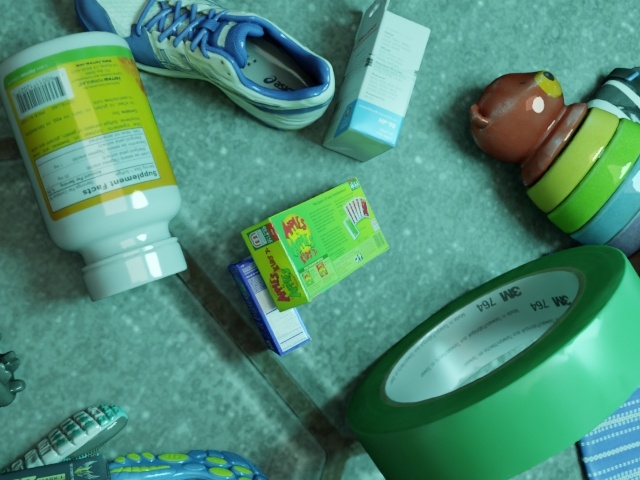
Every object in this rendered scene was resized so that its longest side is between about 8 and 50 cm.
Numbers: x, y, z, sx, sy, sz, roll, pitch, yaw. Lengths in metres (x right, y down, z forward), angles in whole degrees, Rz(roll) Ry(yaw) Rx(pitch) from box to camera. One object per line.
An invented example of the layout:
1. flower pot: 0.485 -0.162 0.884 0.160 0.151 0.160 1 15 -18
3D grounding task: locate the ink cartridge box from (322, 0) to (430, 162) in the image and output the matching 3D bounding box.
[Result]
1. ink cartridge box: 0.068 -0.190 0.907 0.060 0.104 0.180 20 81 -14

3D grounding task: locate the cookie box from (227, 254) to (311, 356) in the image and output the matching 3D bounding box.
1. cookie box: -0.057 0.067 0.857 0.040 0.092 0.107 -26 94 -12

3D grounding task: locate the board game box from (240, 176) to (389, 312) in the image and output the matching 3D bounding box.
1. board game box: 0.000 0.000 0.851 0.181 0.043 0.092 -30 94 -55

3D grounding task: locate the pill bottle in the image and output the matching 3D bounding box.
1. pill bottle: -0.222 -0.070 0.797 0.136 0.136 0.245 -19 91 -17

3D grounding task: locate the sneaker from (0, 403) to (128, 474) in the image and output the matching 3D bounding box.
1. sneaker: -0.260 0.238 0.809 0.166 0.065 0.076 -38 112 -12

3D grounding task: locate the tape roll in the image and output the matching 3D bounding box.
1. tape roll: 0.179 0.124 0.800 0.321 0.321 0.077 -35 97 -16

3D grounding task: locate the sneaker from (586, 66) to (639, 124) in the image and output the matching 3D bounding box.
1. sneaker: 0.453 -0.142 1.028 0.217 0.079 0.121 41 76 -9

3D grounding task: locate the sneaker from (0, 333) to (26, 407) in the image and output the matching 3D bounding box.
1. sneaker: -0.420 0.089 0.749 0.276 0.097 0.135 40 83 -13

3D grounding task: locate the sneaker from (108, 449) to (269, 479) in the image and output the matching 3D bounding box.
1. sneaker: -0.139 0.270 0.839 0.188 0.067 0.078 5 105 -17

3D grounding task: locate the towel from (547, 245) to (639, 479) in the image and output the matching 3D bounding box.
1. towel: 0.426 0.155 1.017 0.243 0.040 0.336 -11 89 -16

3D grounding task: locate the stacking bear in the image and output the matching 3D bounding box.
1. stacking bear: 0.311 -0.096 0.940 0.289 0.164 0.175 36 45 5

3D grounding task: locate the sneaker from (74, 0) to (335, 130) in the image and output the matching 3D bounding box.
1. sneaker: -0.116 -0.221 0.844 0.296 0.131 0.112 21 82 -12

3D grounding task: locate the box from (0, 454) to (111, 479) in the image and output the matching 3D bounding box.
1. box: -0.283 0.336 0.753 0.183 0.059 0.232 -7 106 -18
